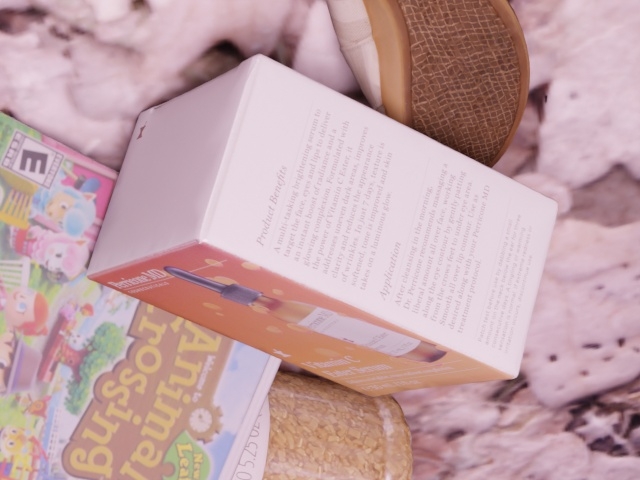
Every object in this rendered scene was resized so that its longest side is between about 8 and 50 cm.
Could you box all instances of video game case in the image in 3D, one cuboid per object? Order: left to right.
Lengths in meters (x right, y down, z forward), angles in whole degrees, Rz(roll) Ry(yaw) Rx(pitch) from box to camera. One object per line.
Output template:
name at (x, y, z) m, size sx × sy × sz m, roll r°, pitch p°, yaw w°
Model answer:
video game case at (-0.123, 0.072, 0.868) m, size 0.193 × 0.212 × 0.023 m, roll 28°, pitch 167°, yaw -23°

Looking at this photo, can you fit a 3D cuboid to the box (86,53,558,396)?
box at (0.000, 0.000, 0.845) m, size 0.170 × 0.091 × 0.130 m, roll 24°, pitch 161°, yaw -24°

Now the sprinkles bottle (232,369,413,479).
sprinkles bottle at (-0.130, 0.101, 0.946) m, size 0.355 × 0.121 × 0.121 m, roll 14°, pitch 130°, yaw -24°

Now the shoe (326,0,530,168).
shoe at (0.043, -0.109, 0.827) m, size 0.076 × 0.058 × 0.219 m, roll -32°, pitch 139°, yaw -8°
